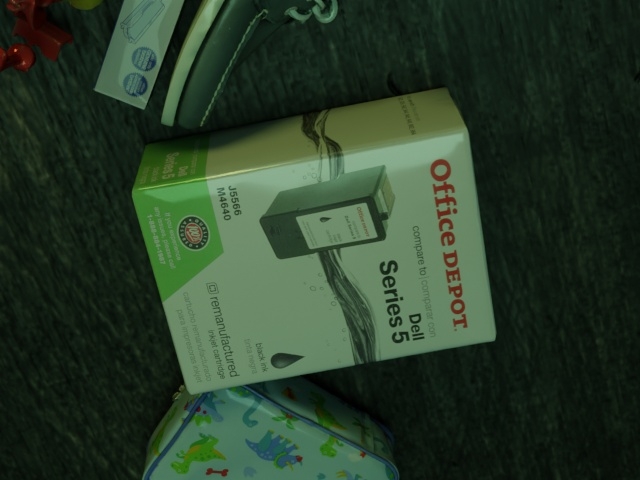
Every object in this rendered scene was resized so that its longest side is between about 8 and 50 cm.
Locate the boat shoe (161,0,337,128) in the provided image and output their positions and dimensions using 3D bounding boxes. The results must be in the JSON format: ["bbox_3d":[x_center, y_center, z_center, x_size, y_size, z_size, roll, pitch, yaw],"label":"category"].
[{"bbox_3d":[-0.019,-0.211,0.801,0.099,0.116,0.319,28,104,-13],"label":"boat shoe"}]

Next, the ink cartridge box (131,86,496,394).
[{"bbox_3d":[0.000,0.000,0.896,0.272,0.115,0.198,-11,114,3],"label":"ink cartridge box"}]

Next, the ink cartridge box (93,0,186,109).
[{"bbox_3d":[-0.116,-0.214,0.805,0.046,0.097,0.207,20,113,-11],"label":"ink cartridge box"}]

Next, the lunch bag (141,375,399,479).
[{"bbox_3d":[-0.051,0.214,1.006,0.219,0.090,0.176,30,109,-14],"label":"lunch bag"}]

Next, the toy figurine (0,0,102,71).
[{"bbox_3d":[-0.241,-0.306,0.707,0.217,0.191,0.363,30,127,1],"label":"toy figurine"}]
